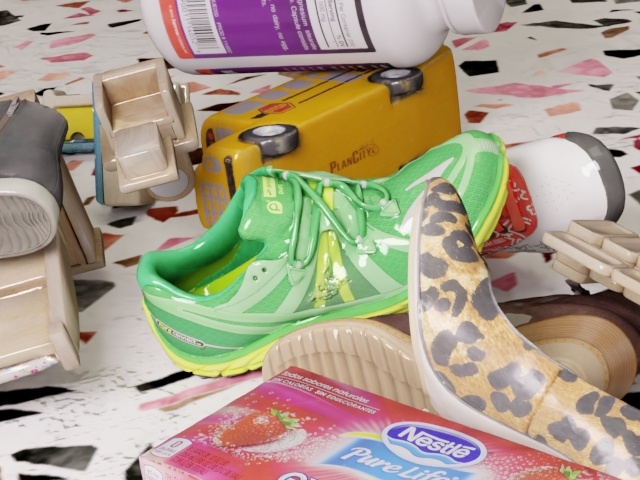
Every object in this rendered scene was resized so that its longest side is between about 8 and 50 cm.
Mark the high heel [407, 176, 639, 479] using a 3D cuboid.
[{"bbox_3d":[0.150,0.071,0.938,0.186,0.093,0.261,-8,65,5],"label":"high heel"}]

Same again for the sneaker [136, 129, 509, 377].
[{"bbox_3d":[0.000,0.000,1.139,0.295,0.123,0.109,-27,36,10],"label":"sneaker"}]

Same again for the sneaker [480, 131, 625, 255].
[{"bbox_3d":[0.106,-0.015,1.234,0.145,0.090,0.270,-21,7,-28],"label":"sneaker"}]

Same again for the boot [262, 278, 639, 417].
[{"bbox_3d":[0.107,0.081,1.107,0.248,0.090,0.207,-1,8,25],"label":"boot"}]

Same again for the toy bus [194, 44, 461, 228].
[{"bbox_3d":[0.004,-0.092,1.476,0.130,0.108,0.332,13,29,39],"label":"toy bus"}]

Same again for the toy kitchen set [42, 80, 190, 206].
[{"bbox_3d":[-0.229,-0.097,1.593,0.166,0.122,0.207,-2,3,13],"label":"toy kitchen set"}]

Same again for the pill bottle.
[{"bbox_3d":[0.003,-0.249,1.480,0.323,0.181,0.181,1,23,23],"label":"pill bottle"}]

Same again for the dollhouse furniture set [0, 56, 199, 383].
[{"bbox_3d":[-0.217,0.065,1.200,0.303,0.174,0.355,-15,44,1],"label":"dollhouse furniture set"}]

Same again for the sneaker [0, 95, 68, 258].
[{"bbox_3d":[-0.293,-0.041,1.155,0.222,0.083,0.118,-1,40,2],"label":"sneaker"}]

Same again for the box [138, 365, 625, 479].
[{"bbox_3d":[0.040,0.171,0.806,0.257,0.128,0.122,14,30,42],"label":"box"}]

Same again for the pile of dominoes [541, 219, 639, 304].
[{"bbox_3d":[0.279,0.054,1.073,0.251,0.040,0.196,32,21,36],"label":"pile of dominoes"}]
